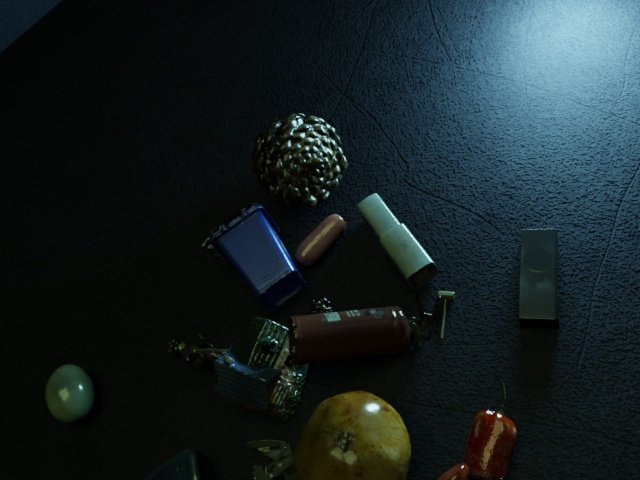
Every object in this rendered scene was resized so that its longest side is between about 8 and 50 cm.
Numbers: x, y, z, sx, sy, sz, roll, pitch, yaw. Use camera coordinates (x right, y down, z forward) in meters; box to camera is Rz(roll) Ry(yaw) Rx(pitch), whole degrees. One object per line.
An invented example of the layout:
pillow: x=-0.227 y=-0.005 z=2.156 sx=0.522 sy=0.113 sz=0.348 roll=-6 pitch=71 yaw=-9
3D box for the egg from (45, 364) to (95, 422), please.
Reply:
egg: x=-0.612 y=0.373 z=1.580 sx=0.114 sy=0.114 sz=0.152 roll=-28 pitch=51 yaw=3

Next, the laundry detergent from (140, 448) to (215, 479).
laundry detergent: x=-0.367 y=0.571 z=1.383 sx=0.289 sy=0.094 sz=0.143 roll=-28 pitch=59 yaw=3

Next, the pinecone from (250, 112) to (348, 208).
pinecone: x=-0.064 y=-0.214 z=1.658 sx=0.243 sy=0.243 sz=0.257 roll=-38 pitch=50 yaw=-4

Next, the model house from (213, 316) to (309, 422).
model house: x=-0.130 y=0.275 z=1.423 sx=0.166 sy=0.172 sz=0.183 roll=12 pitch=65 yaw=27

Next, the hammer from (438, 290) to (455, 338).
hammer: x=0.275 y=0.164 z=1.432 sx=0.035 sy=0.019 sz=0.110 roll=2 pitch=64 yaw=21

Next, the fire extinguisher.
fire extinguisher: x=0.100 y=0.178 z=1.384 sx=0.336 sy=0.148 sz=0.106 roll=-5 pitch=17 yaw=-11

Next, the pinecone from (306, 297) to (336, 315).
pinecone: x=0.002 y=0.174 z=1.497 sx=0.077 sy=0.077 sz=0.083 roll=-22 pitch=32 yaw=7

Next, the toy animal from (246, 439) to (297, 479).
toy animal: x=-0.055 y=0.461 z=1.333 sx=0.155 sy=0.095 sz=0.219 roll=-38 pitch=56 yaw=1

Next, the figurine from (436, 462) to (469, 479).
figurine: x=0.251 y=0.515 z=1.144 sx=0.173 sy=0.173 sz=0.173 roll=-9 pitch=58 yaw=15

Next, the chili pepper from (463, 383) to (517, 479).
chili pepper: x=0.335 y=0.370 z=1.248 sx=0.086 sy=0.084 sz=0.192 roll=16 pitch=71 yaw=10

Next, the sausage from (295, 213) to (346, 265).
sausage: x=0.000 y=0.000 z=1.604 sx=0.154 sy=0.062 sz=0.062 roll=-46 pitch=56 yaw=-10

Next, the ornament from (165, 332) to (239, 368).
ornament: x=-0.281 y=0.264 z=1.540 sx=0.203 sy=0.088 sz=0.081 roll=17 pitch=67 yaw=30

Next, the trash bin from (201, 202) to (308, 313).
trash bin: x=-0.156 y=0.048 z=1.582 sx=0.184 sy=0.162 sz=0.235 roll=-36 pitch=61 yaw=-2

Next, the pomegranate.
pomegranate: x=0.061 y=0.417 z=1.244 sx=0.248 sy=0.248 sz=0.248 roll=-9 pitch=58 yaw=15

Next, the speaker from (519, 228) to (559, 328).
speaker: x=0.472 y=0.079 z=1.391 sx=0.082 sy=0.044 sz=0.218 roll=0 pitch=61 yaw=21

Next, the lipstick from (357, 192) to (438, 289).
lipstick: x=0.176 y=-0.003 z=1.531 sx=0.077 sy=0.079 sz=0.253 roll=-34 pitch=54 yaw=0
